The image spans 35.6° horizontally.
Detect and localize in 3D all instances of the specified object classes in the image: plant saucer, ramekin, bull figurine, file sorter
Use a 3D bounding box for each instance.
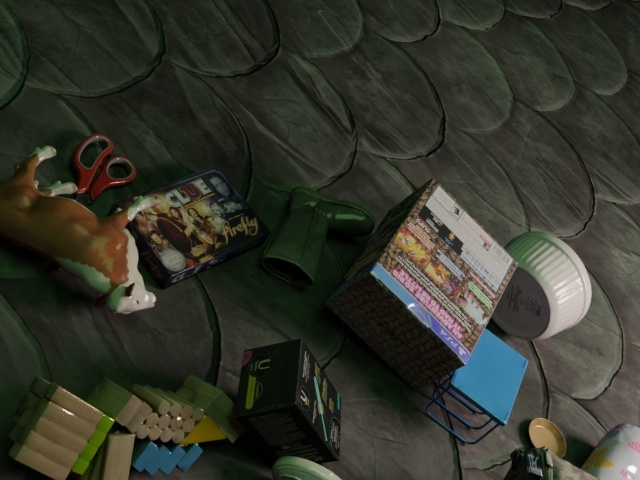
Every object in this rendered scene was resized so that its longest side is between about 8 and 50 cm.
[{"bbox_3d":[0.414,0.368,1.836,0.083,0.015,0.083,19,45,-20],"label":"plant saucer"},{"bbox_3d":[0.409,0.096,1.941,0.109,0.207,0.207,-27,72,-37],"label":"ramekin"},{"bbox_3d":[-0.370,-0.014,1.542,0.310,0.101,0.188,30,47,-3],"label":"bull figurine"},{"bbox_3d":[0.274,0.257,1.768,0.118,0.104,0.170,37,41,-1],"label":"file sorter"}]

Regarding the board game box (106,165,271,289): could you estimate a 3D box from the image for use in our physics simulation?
[{"bbox_3d":[-0.223,-0.028,1.718,0.165,0.042,0.243,50,42,13],"label":"board game box"}]

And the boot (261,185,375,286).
[{"bbox_3d":[0.000,0.002,1.826,0.189,0.076,0.209,16,37,-3],"label":"boot"}]

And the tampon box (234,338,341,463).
[{"bbox_3d":[-0.046,0.248,1.495,0.120,0.101,0.161,-86,154,-44],"label":"tampon box"}]

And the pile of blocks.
[{"bbox_3d":[-0.276,0.262,1.396,0.362,0.149,0.112,9,5,-41],"label":"pile of blocks"}]

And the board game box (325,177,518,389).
[{"bbox_3d":[0.188,0.075,1.795,0.232,0.141,0.291,44,47,-7],"label":"board game box"}]

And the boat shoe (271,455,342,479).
[{"bbox_3d":[0.016,0.409,1.468,0.227,0.079,0.081,39,37,-4],"label":"boat shoe"}]

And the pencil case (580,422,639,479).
[{"bbox_3d":[0.516,0.441,1.771,0.273,0.113,0.124,-36,97,-47],"label":"pencil case"}]

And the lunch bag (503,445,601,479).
[{"bbox_3d":[0.399,0.487,1.534,0.305,0.212,0.256,28,57,-9],"label":"lunch bag"}]

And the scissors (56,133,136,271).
[{"bbox_3d":[-0.401,-0.071,1.649,0.109,0.021,0.297,39,43,-12],"label":"scissors"}]
